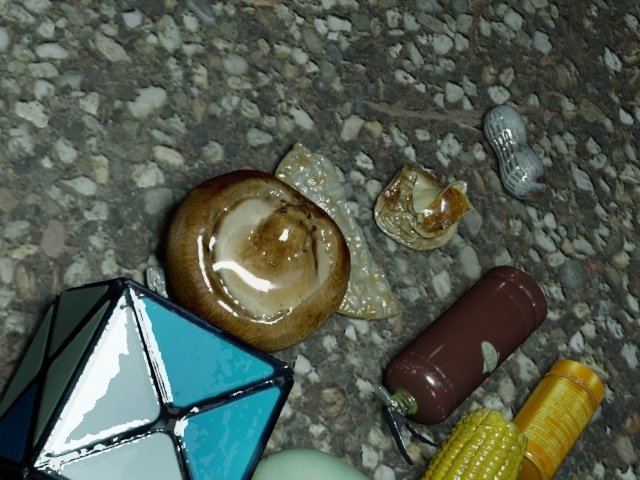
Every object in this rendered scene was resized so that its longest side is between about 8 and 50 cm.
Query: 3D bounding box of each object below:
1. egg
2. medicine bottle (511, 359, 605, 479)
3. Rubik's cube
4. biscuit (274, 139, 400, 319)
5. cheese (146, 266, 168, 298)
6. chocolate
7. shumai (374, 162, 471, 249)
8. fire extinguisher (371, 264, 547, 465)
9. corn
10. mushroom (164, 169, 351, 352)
[{"bbox_3d":[0.000,0.361,1.713,0.231,0.168,0.168,42,57,-9],"label":"egg"},{"bbox_3d":[0.339,0.273,1.998,0.096,0.096,0.192,49,55,-8],"label":"medicine bottle"},{"bbox_3d":[-0.218,0.207,1.562,0.248,0.250,0.246,31,72,-22],"label":"Rubik's cube"},{"bbox_3d":[-0.001,0.001,1.918,0.141,0.038,0.290,-25,89,-31],"label":"biscuit"},{"bbox_3d":[-0.207,0.114,1.752,0.086,0.036,0.163,2,73,-32],"label":"cheese"},{"bbox_3d":[0.308,-0.138,2.138,0.072,0.072,0.167,-17,82,-35],"label":"chocolate"},{"bbox_3d":[0.165,-0.057,1.993,0.145,0.116,0.146,11,66,-27],"label":"shumai"},{"bbox_3d":[0.195,0.175,1.929,0.135,0.114,0.337,48,55,7],"label":"fire extinguisher"},{"bbox_3d":[0.171,0.388,1.811,0.131,0.131,0.344,35,68,-17],"label":"corn"},{"bbox_3d":[-0.084,0.028,1.781,0.253,0.153,0.253,4,76,-18],"label":"mushroom"}]
